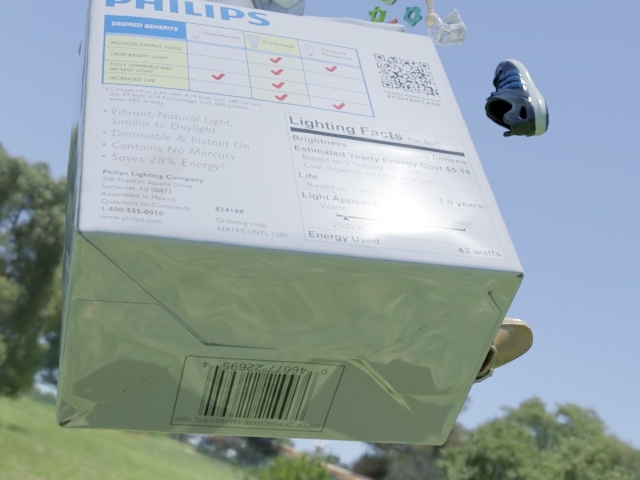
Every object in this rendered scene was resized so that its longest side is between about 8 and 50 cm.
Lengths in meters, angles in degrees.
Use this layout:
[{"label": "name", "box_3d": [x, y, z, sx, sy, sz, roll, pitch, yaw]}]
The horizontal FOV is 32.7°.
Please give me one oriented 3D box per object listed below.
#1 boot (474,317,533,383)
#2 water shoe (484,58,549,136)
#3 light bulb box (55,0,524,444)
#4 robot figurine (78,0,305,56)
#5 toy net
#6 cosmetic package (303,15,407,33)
[{"label": "boot", "box_3d": [0.282, 0.194, 1.914, 0.261, 0.095, 0.203, -8, -2, -13]}, {"label": "water shoe", "box_3d": [0.294, -0.229, 1.720, 0.080, 0.203, 0.073, -9, -58, -6]}, {"label": "light bulb box", "box_3d": [-0.052, -0.028, 1.001, 0.357, 0.361, 0.225, 6, -50, -15]}, {"label": "robot figurine", "box_3d": [-0.141, -0.270, 1.281, 0.299, 0.353, 0.200, -15, -67, 25]}, {"label": "toy net", "box_3d": [0.188, -0.445, 2.188, 0.232, 0.122, 0.045, 41, 21, 29]}, {"label": "cosmetic package", "box_3d": [0.100, -0.213, 2.077, 0.230, 0.162, 0.453, 12, -26, 31]}]
